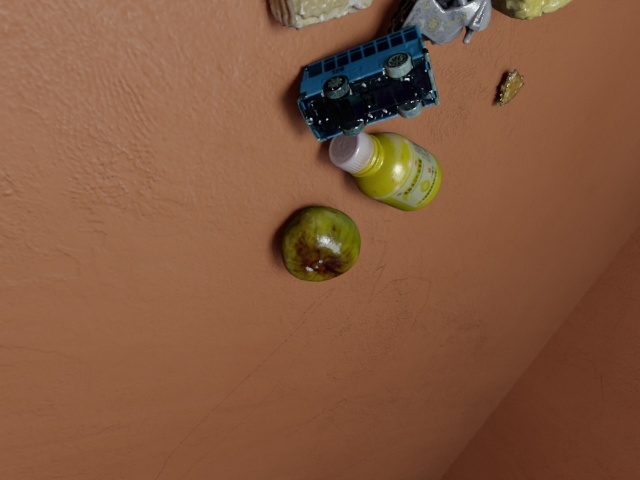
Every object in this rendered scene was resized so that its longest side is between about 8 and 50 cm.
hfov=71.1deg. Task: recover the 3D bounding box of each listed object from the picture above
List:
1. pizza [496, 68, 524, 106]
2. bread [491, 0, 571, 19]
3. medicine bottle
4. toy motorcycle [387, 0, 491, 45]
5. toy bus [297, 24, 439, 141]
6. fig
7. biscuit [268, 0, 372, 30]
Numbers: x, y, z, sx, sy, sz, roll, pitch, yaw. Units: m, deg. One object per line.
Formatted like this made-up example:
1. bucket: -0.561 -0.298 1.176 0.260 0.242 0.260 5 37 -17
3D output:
1. pizza: 0.392 -0.325 0.926 0.083 0.025 0.078 -40 144 -17
2. bread: 0.263 -0.420 0.624 0.262 0.204 0.162 8 126 -49
3. medicine bottle: 0.109 -0.130 0.778 0.213 0.122 0.121 14 112 -45
4. toy motorcycle: 0.159 -0.308 0.660 0.123 0.080 0.215 26 137 -18
5. toy bus: 0.065 -0.221 0.638 0.185 0.106 0.090 -14 142 16
6. fig: 0.002 0.007 0.800 0.153 0.120 0.135 -11 133 -34
7. biscuit: -0.011 -0.453 0.454 0.144 0.078 0.425 -27 136 -22
